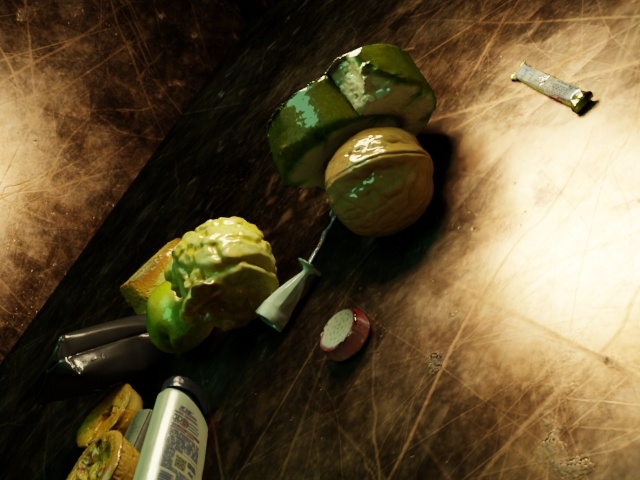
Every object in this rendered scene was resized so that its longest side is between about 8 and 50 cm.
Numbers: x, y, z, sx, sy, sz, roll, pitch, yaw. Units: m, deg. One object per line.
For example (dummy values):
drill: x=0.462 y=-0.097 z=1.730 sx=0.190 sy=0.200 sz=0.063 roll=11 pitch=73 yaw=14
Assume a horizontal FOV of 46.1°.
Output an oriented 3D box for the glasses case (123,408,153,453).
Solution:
glasses case: x=-0.436 y=0.488 z=1.724 sx=0.070 sy=0.047 sz=0.205 roll=-24 pitch=34 yaw=41

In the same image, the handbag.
handbag: x=-0.584 y=0.329 z=1.963 sx=0.342 sy=0.152 sz=0.288 roll=-10 pitch=-24 yaw=-48

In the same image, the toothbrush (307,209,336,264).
toothbrush: x=0.000 y=0.000 z=1.736 sx=0.013 sy=0.019 sz=0.193 roll=-13 pitch=44 yaw=51

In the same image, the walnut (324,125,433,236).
walnut: x=0.120 y=-0.118 z=1.492 sx=0.228 sy=0.228 sz=0.228 roll=-38 pitch=27 yaw=23

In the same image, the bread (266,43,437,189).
bread: x=0.068 y=-0.251 z=1.609 sx=0.366 sy=0.129 sz=0.382 roll=-21 pitch=-22 yaw=-20

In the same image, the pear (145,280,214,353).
pear: x=-0.343 y=0.189 z=1.841 sx=0.187 sy=0.187 sz=0.220 roll=-40 pitch=29 yaw=19

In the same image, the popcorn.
popcorn: x=-0.217 y=0.086 z=1.702 sx=0.293 sy=0.293 sz=0.237 roll=-46 pitch=46 yaw=7

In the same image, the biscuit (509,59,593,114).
biscuit: x=0.431 y=-0.298 z=1.436 sx=0.048 sy=0.026 sz=0.292 roll=-48 pitch=24 yaw=12

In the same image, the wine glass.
wine glass: x=-0.065 y=0.117 z=1.618 sx=0.155 sy=0.073 sz=0.073 roll=-50 pitch=24 yaw=-11

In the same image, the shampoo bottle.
shampoo bottle: x=-0.284 y=0.423 z=1.455 sx=0.078 sy=0.134 sz=0.359 roll=-39 pitch=24 yaw=23

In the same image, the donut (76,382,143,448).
donut: x=-0.519 y=0.453 z=1.884 sx=0.190 sy=0.074 sz=0.174 roll=-50 pitch=23 yaw=-12

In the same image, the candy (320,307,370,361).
candy: x=0.044 y=0.172 z=1.381 sx=0.103 sy=0.043 sz=0.103 roll=-38 pitch=27 yaw=23

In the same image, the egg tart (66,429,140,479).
egg tart: x=-0.424 y=0.512 z=1.547 sx=0.202 sy=0.147 sz=0.203 roll=-40 pitch=25 yaw=22

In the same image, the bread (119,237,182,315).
bread: x=-0.442 y=0.108 z=2.133 sx=0.268 sy=0.146 sz=0.268 roll=-38 pitch=9 yaw=7
